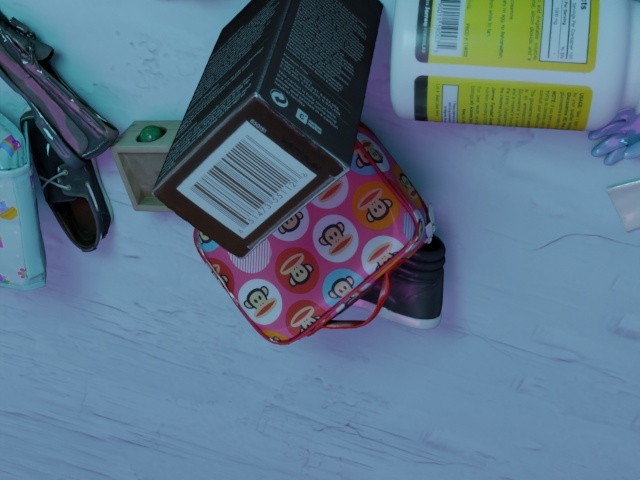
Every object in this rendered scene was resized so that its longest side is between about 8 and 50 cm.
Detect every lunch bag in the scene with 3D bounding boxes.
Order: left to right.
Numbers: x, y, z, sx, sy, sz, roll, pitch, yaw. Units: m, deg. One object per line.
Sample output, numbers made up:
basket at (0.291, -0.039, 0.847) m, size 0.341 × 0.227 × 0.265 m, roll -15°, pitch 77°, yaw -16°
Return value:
lunch bag at (-0.481, -0.068, 1.641) m, size 0.262 × 0.160 × 0.223 m, roll 28°, pitch 133°, yaw 27°
lunch bag at (0.000, 0.000, 1.595) m, size 0.293 × 0.120 × 0.258 m, roll -38°, pitch 86°, yaw 18°

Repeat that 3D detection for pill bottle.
pill bottle at (0.257, -0.227, 1.402) m, size 0.334 × 0.188 × 0.188 m, roll 5°, pitch 128°, yaw 7°

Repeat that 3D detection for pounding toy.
pounding toy at (-0.207, -0.125, 1.642) m, size 0.130 × 0.100 × 0.141 m, roll 2°, pitch 127°, yaw 27°

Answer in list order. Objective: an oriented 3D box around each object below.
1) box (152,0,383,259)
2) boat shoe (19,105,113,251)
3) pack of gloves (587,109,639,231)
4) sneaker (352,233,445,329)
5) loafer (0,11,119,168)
box at (-0.051, -0.175, 1.379) m, size 0.143 × 0.381 × 0.191 m, roll 37°, pitch 126°, yaw -20°
boat shoe at (-0.370, -0.090, 1.701) m, size 0.084 × 0.079 × 0.233 m, roll -8°, pitch 124°, yaw 19°
pack of gloves at (0.482, -0.107, 1.544) m, size 0.232 × 0.046 × 0.195 m, roll -19°, pitch 121°, yaw 24°
sneaker at (0.048, 0.017, 1.699) m, size 0.296 × 0.104 × 0.147 m, roll 16°, pitch 114°, yaw 7°
loafer at (-0.374, -0.226, 1.584) m, size 0.084 × 0.096 × 0.267 m, roll -30°, pitch 106°, yaw 11°
